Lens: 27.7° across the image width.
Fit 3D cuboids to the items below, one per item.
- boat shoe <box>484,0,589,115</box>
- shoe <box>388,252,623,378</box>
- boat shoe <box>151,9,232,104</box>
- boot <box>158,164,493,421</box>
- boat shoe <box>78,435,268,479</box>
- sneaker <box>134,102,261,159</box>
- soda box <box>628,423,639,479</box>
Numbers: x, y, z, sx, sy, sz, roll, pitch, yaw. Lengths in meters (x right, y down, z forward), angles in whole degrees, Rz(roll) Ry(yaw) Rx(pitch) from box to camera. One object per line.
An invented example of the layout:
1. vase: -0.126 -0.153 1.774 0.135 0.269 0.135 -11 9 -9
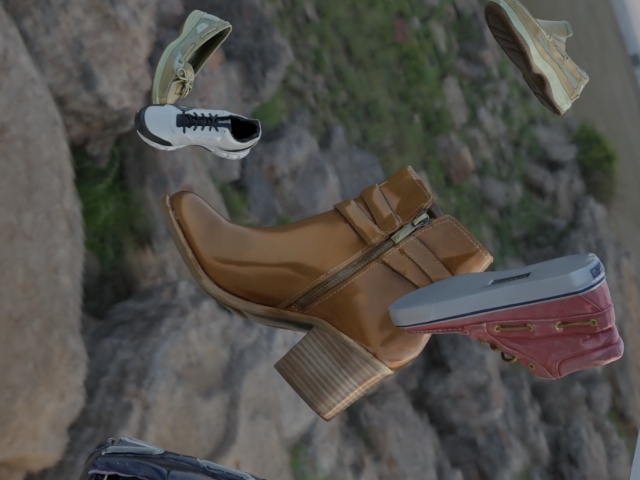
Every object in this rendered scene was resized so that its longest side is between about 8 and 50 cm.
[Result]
1. boat shoe: 0.248 -0.223 1.459 0.068 0.072 0.190 48 2 42
2. shoe: 0.139 0.067 0.989 0.063 0.178 0.081 -39 112 -57
3. boat shoe: -0.154 -0.210 1.530 0.056 0.048 0.153 95 16 -51
4. boot: 0.000 0.000 1.215 0.283 0.220 0.109 46 0 24
5. boat shoe: -0.086 0.292 1.273 0.158 0.340 0.127 73 35 -87
6. sneaker: -0.097 -0.094 1.051 0.109 0.044 0.040 5 72 -31
7. soda box: 0.245 0.147 0.803 0.286 0.091 0.098 -59 144 -52
